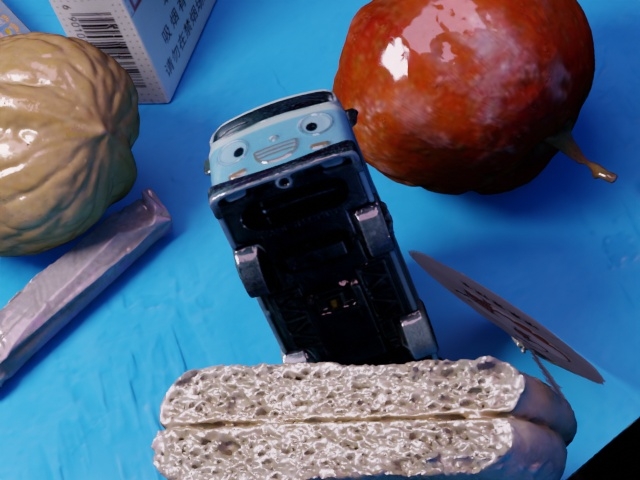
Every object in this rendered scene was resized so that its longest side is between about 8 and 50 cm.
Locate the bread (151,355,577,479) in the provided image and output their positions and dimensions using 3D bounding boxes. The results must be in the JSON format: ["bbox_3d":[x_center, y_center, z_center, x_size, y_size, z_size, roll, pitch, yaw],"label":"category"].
[{"bbox_3d":[0.044,0.159,1.349,0.337,0.183,0.102,-5,68,30],"label":"bread"}]

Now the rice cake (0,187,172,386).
[{"bbox_3d":[-0.244,0.051,1.680,0.055,0.049,0.270,35,68,26],"label":"rice cake"}]

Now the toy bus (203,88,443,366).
[{"bbox_3d":[0.000,0.000,1.471,0.133,0.271,0.165,-19,41,5],"label":"toy bus"}]

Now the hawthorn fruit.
[{"bbox_3d":[0.155,-0.134,1.578,0.271,0.242,0.242,31,64,17],"label":"hawthorn fruit"}]

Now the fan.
[{"bbox_3d":[0.152,0.077,1.355,0.009,0.190,0.329,-56,10,8],"label":"fan"}]

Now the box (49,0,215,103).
[{"bbox_3d":[-0.214,-0.328,1.820,0.095,0.330,0.210,1,50,23],"label":"box"}]

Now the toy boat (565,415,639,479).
[{"bbox_3d":[0.245,0.194,1.310,0.299,0.134,0.092,-35,3,-19],"label":"toy boat"}]

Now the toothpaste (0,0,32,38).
[{"bbox_3d":[-0.359,-0.240,1.986,0.044,0.070,0.193,-37,46,-10],"label":"toothpaste"}]

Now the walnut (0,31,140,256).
[{"bbox_3d":[-0.285,-0.093,1.706,0.261,0.225,0.225,-1,47,45],"label":"walnut"}]
